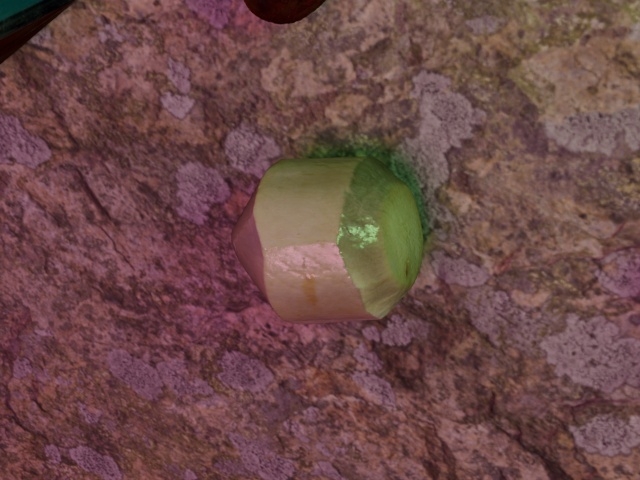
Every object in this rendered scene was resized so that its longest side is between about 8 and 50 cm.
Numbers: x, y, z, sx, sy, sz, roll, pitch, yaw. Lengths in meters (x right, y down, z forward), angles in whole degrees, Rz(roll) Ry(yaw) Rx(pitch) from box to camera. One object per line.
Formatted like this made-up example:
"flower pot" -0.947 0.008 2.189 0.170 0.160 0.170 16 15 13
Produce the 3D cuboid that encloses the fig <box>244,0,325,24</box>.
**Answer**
"fig" -0.043 -0.305 1.234 0.119 0.153 0.119 -11 130 -14

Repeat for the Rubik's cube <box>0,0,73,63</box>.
"Rubik's cube" -0.480 -0.314 1.335 0.255 0.259 0.260 -28 105 36

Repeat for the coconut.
"coconut" 0.000 0.000 1.325 0.222 0.202 0.202 -2 118 26
